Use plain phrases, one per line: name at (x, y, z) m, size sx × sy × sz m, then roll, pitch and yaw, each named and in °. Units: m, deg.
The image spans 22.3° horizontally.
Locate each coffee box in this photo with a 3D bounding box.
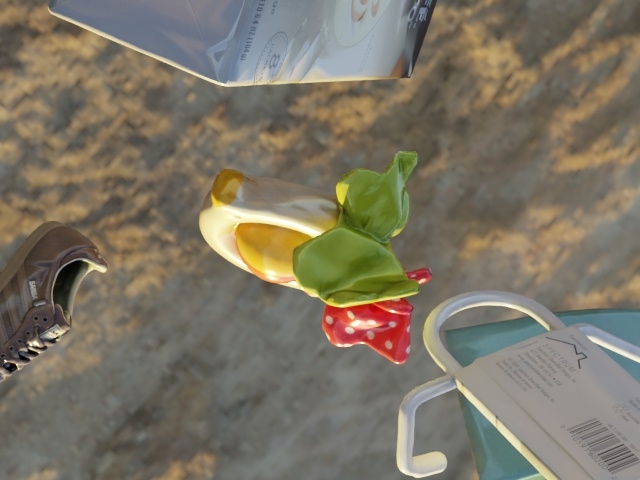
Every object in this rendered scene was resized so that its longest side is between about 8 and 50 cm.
coffee box at (-0.014, -0.158, 0.790) m, size 0.246 × 0.098 × 0.141 m, roll -18°, pitch 129°, yaw -67°

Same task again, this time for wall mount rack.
wall mount rack at (0.241, 0.162, 1.270) m, size 0.304 × 0.350 × 0.130 m, roll -18°, pitch 129°, yaw -23°

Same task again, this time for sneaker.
sneaker at (-0.260, 0.073, 1.417) m, size 0.188 × 0.071 × 0.066 m, roll -59°, pitch 155°, yaw -7°

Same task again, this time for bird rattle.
bird rattle at (0.000, 0.000, 1.384) m, size 0.253 × 0.207 × 0.143 m, roll 95°, pitch 14°, yaw -77°

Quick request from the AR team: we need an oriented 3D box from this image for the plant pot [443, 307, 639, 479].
plant pot at (0.264, 0.155, 1.684) m, size 0.234 × 0.165 × 0.166 m, roll -14°, pitch 168°, yaw 6°
